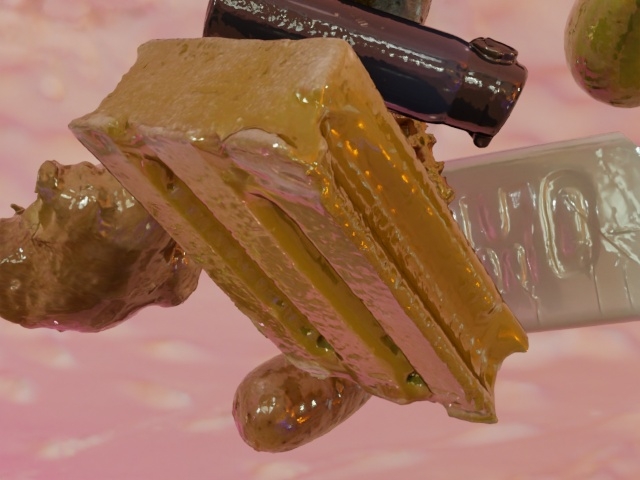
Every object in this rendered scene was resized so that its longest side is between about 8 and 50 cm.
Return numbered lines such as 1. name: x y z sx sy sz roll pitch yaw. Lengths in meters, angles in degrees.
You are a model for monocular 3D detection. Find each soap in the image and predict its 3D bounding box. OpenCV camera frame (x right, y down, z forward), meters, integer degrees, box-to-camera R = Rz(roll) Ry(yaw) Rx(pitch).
1. soap: 0.210 0.003 1.127 0.347 0.208 0.115 -8 176 18
2. soap: 0.000 0.000 0.675 0.199 0.091 0.315 8 148 40

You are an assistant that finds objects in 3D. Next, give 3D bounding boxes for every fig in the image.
1. fig: 0.556 -0.382 1.726 0.258 0.258 0.326 -5 155 8

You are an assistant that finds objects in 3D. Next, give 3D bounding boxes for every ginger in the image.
1. ginger: -0.185 -0.008 0.915 0.270 0.123 0.219 -32 138 26

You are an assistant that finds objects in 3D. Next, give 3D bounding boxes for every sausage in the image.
1. sausage: 0.054 0.153 1.421 0.136 0.501 0.123 45 133 9

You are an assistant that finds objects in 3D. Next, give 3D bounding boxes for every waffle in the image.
1. waffle: 0.077 -0.099 0.912 0.046 0.192 0.160 -6 125 -21

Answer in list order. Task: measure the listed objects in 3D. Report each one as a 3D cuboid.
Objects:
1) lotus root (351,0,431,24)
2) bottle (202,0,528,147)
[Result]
1. lotus root: 0.043 -0.220 0.846 0.113 0.088 0.192 -3 124 -5
2. bottle: 0.035 -0.146 0.758 0.244 0.072 0.082 20 113 1
